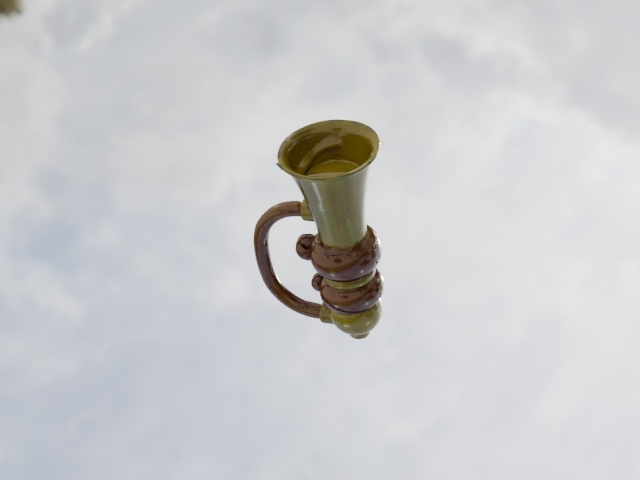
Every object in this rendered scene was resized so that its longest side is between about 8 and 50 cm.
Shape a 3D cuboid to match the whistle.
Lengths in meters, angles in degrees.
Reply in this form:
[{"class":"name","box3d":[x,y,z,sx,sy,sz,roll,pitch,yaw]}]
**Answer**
[{"class":"whistle","box3d":[0.000,0.002,0.870,0.057,0.109,0.046,-7,-143,-6]}]
